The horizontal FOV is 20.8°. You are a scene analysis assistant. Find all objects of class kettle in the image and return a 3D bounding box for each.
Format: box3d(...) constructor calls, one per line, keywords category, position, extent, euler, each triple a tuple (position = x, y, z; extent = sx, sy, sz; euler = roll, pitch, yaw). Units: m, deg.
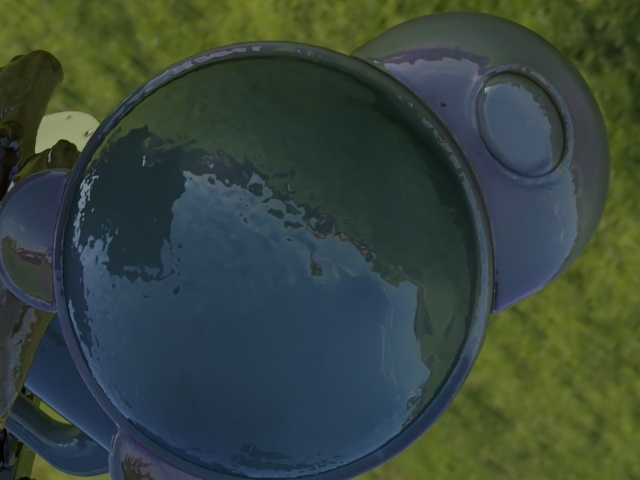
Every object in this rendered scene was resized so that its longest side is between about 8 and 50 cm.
box3d(category="kettle", position=(-0.163, 0.064, 1.167), extent=(0.243, 0.210, 0.160), euler=(54, -155, -33))

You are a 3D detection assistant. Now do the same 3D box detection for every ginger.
box3d(category="ginger", position=(-0.158, -0.034, 0.858), extent=(0.065, 0.149, 0.259), euler=(16, -139, -31))

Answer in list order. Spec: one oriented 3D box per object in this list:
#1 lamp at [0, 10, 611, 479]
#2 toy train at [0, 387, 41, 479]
box3d(category="lamp", position=(0.001, 0.000, 0.692), extent=(0.179, 0.246, 0.108), euler=(61, -177, -1))
box3d(category="toy train", position=(-0.258, 0.095, 1.428), extent=(0.090, 0.226, 0.137), euler=(14, 177, 3))
